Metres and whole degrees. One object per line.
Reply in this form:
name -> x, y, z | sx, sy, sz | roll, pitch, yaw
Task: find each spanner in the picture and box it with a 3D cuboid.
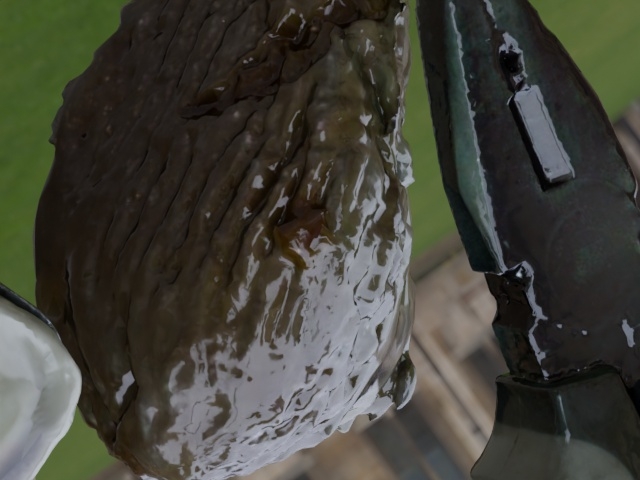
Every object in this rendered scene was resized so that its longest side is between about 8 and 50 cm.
spanner -> 0.097, 0.073, 0.514 | 0.096, 0.324, 0.040 | -30, -164, -22

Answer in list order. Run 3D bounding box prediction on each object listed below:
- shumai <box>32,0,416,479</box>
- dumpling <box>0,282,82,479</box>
shumai -> 0.003, 0.001, 1.084 | 0.217, 0.283, 0.346 | -4, -119, 38
dumpling -> -0.289, 0.108, 0.848 | 0.395, 0.315, 0.233 | -39, -160, 38
